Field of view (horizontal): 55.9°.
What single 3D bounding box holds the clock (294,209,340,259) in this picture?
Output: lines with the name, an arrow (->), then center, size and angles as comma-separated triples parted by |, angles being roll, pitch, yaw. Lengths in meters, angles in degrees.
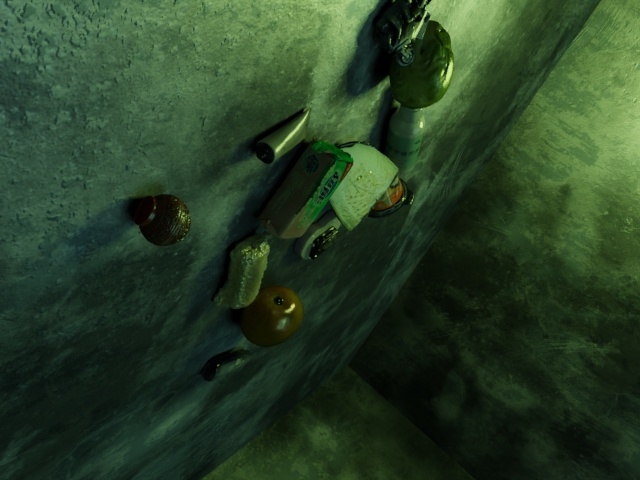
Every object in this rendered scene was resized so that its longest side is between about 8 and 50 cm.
clock -> 0.000, 0.000, 1.962 | 0.198, 0.064, 0.172 | -37, 157, -33

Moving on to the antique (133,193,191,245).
antique -> -0.290, -0.037, 1.127 | 0.104, 0.104, 0.104 | -44, 161, -19

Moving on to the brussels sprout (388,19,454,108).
brussels sprout -> 0.259, -0.443, 1.534 | 0.223, 0.161, 0.223 | 17, 90, -82

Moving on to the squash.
squash -> 0.094, -0.165, 1.718 | 0.237, 0.204, 0.155 | -52, -174, 4

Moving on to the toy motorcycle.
toy motorcycle -> 0.186, -0.500, 1.380 | 0.124, 0.061, 0.193 | 2, 117, -29

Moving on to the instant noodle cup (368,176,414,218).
instant noodle cup -> 0.180, -0.176, 1.900 | 0.125, 0.208, 0.177 | 65, 22, -49

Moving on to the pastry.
pastry -> -0.210, 0.096, 1.620 | 0.122, 0.089, 0.258 | -15, 140, -41

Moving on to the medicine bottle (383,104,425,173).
medicine bottle -> 0.262, -0.340, 1.834 | 0.110, 0.110, 0.351 | -44, 161, -20

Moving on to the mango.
mango -> -0.153, 0.251, 1.930 | 0.211, 0.173, 0.317 | -45, 168, -16

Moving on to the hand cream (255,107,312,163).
hand cream -> -0.079, -0.227, 1.348 | 0.186, 0.054, 0.087 | -43, 157, -41

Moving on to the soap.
soap -> -0.036, -0.129, 1.566 | 0.273, 0.098, 0.218 | -53, 169, 15

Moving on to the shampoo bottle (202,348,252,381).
shampoo bottle -> -0.313, 0.420, 2.065 | 0.087, 0.049, 0.234 | -58, 161, 17
